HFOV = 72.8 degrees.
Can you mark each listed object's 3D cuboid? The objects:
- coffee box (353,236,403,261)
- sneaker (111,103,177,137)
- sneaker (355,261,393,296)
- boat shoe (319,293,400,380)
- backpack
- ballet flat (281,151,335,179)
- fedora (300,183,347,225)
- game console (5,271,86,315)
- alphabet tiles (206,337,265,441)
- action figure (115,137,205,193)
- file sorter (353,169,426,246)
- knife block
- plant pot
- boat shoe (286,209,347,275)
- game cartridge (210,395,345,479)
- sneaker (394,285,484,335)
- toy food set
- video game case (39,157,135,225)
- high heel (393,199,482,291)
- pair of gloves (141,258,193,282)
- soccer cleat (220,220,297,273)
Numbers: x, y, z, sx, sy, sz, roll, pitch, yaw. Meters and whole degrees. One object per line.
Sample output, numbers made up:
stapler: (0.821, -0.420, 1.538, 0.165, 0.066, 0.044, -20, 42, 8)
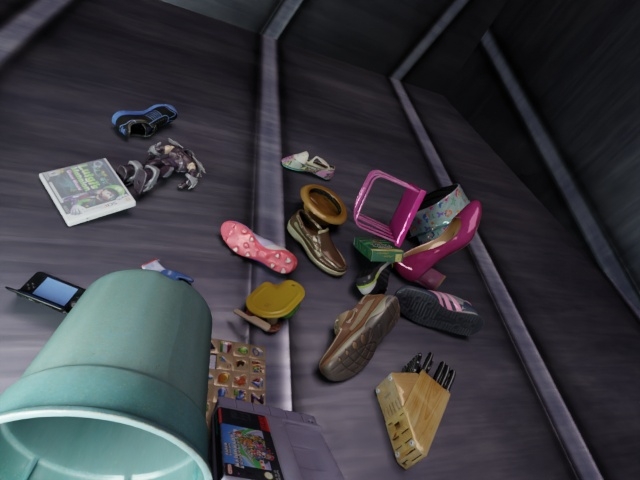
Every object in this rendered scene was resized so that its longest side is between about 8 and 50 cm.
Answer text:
coffee box: (0.193, 0.028, 1.461, 0.113, 0.040, 0.184, 3, 14, -13)
sneaker: (-0.577, -0.399, 1.476, 0.232, 0.081, 0.090, -28, 69, -41)
sneaker: (0.182, 0.129, 1.417, 0.235, 0.084, 0.097, -31, 102, -54)
boat shoe: (0.095, 0.254, 1.184, 0.117, 0.123, 0.324, 14, 35, 37)
backpack: (0.460, -0.109, 1.713, 0.191, 0.254, 0.225, 54, 37, -3)
ballet flat: (-0.042, -0.308, 1.733, 0.222, 0.079, 0.076, 15, 41, -20)
fedora: (0.001, -0.114, 1.544, 0.195, 0.079, 0.194, 23, 40, -21)
game console: (-0.567, 0.106, 0.913, 0.122, 0.071, 0.107, 25, 38, -9)
alphabet tiles: (-0.216, 0.324, 0.960, 0.199, 0.009, 0.237, 15, 40, -21)
action figure: (-0.480, -0.226, 1.334, 0.185, 0.099, 0.285, 31, 33, 12)
file sorter: (0.227, -0.131, 1.545, 0.182, 0.202, 0.290, 23, 13, -2)
knife block: (0.277, 0.423, 1.118, 0.242, 0.088, 0.275, 10, 42, -25)
plant pot: (-0.332, 0.245, 0.735, 0.342, 0.341, 0.334, 19, 31, -16)
boat shoe: (-0.005, 0.002, 1.394, 0.257, 0.095, 0.095, 43, 39, 15)
game cartridge: (-0.077, 0.388, 0.763, 0.230, 0.068, 0.355, 23, -1, -16)
sneaker: (0.373, 0.213, 1.429, 0.319, 0.112, 0.131, 24, 21, -14)
toy food set: (-0.128, 0.182, 1.141, 0.128, 0.071, 0.218, 17, 30, 22)
video game case: (-0.622, -0.136, 1.162, 0.173, 0.022, 0.190, -25, 63, -35)
high heel: (0.415, -0.016, 1.524, 0.181, 0.127, 0.377, 34, 81, -8)
pair of gloves: (-0.401, 0.124, 1.048, 0.159, 0.023, 0.198, 41, 39, 10)
soccer cleat: (-0.181, 0.020, 1.284, 0.248, 0.083, 0.095, 29, 8, 5)
